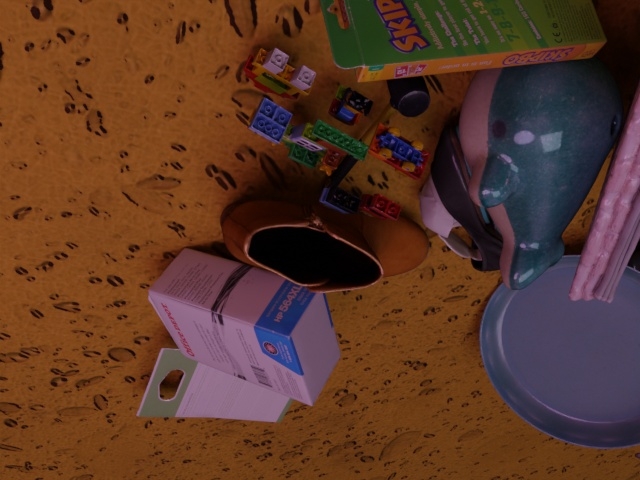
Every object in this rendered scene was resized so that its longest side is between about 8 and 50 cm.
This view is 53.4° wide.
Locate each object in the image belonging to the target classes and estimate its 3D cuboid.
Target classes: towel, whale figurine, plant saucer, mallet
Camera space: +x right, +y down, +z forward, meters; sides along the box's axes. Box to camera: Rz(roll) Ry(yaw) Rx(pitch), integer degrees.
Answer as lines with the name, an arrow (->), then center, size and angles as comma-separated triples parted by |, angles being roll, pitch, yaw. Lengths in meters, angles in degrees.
towel -> 0.343, -0.142, 0.643 | 0.053, 0.317, 0.331 | 19, 139, 20
whale figurine -> 0.249, -0.077, 0.690 | 0.216, 0.141, 0.271 | -25, 115, -40
plant saucer -> 0.407, 0.168, 0.982 | 0.044, 0.317, 0.317 | -29, 157, -55
mallet -> 0.054, -0.125, 0.728 | 0.039, 0.062, 0.190 | 16, 141, -28

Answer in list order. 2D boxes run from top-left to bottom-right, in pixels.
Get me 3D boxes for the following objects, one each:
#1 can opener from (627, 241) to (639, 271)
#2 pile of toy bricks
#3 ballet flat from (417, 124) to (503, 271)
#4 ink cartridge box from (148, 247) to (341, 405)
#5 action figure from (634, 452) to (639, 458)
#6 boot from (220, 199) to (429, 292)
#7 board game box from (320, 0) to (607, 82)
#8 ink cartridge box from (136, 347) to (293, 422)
can opener -> 0.591, -0.013, 0.997 | 0.284, 0.076, 0.095 | -12, 103, -6
pile of toy bricks -> -0.001, -0.099, 0.665 | 0.212, 0.105, 0.118 | 27, 81, -24
ballet flat -> 0.187, -0.033, 0.818 | 0.096, 0.095, 0.280 | -21, 137, 23
ink cartridge box -> -0.091, 0.104, 0.788 | 0.203, 0.086, 0.148 | 15, 142, 25
action figure -> 0.582, 0.194, 1.034 | 0.179, 0.330, 0.341 | 22, 154, -23
boot -> 0.034, 0.015, 0.719 | 0.295, 0.211, 0.104 | 8, 99, -21
board game box -> 0.126, -0.218, 0.594 | 0.260, 0.124, 0.039 | -8, 163, -12
ink cartridge box -> -0.143, 0.205, 0.965 | 0.235, 0.056, 0.171 | 10, 128, -22
